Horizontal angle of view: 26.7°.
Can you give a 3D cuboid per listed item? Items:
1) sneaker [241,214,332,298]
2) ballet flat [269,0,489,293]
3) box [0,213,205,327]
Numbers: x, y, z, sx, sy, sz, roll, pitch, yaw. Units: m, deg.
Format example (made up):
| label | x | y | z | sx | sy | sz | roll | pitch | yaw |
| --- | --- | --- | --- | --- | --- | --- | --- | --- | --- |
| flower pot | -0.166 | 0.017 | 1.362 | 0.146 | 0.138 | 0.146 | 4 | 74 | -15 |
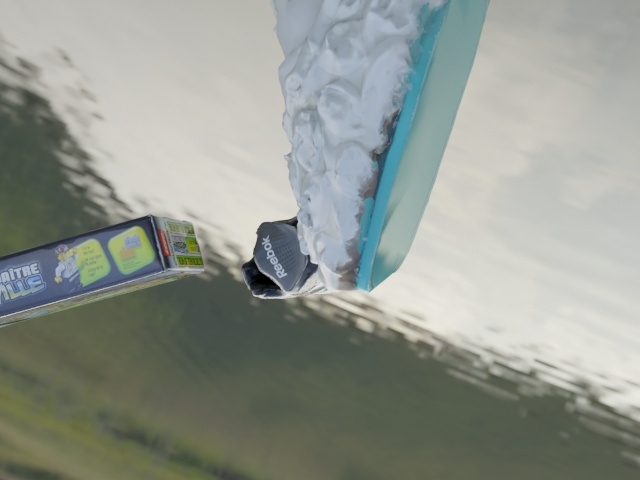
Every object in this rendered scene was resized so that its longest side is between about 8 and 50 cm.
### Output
| label | x | y | z | sx | sy | sz | roll | pitch | yaw |
| --- | --- | --- | --- | --- | --- | --- | --- | --- | --- |
| sneaker | 0.000 | 0.000 | 1.161 | 0.106 | 0.078 | 0.234 | -16 | 166 | -30 |
| ballet flat | 0.047 | -0.178 | 0.753 | 0.147 | 0.409 | 0.147 | 20 | -174 | -2 |
| box | -0.186 | 0.029 | 0.851 | 0.206 | 0.036 | 0.114 | -15 | 177 | 7 |
